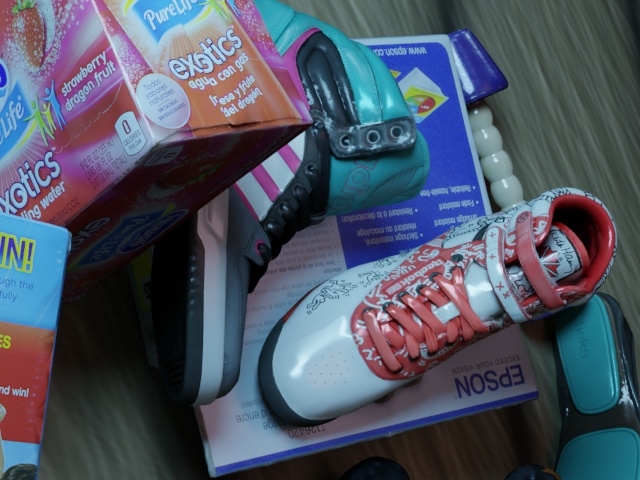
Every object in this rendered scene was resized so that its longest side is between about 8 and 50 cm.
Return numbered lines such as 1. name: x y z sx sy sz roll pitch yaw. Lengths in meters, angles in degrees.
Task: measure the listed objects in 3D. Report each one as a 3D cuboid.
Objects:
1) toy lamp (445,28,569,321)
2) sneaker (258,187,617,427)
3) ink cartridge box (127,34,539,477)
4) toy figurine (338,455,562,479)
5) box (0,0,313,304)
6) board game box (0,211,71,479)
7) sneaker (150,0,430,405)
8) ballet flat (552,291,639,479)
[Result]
1. toy lamp: 0.169 -0.064 1.279 0.080 0.080 0.274 -28 95 -49
2. sneaker: 0.089 0.038 0.950 0.270 0.145 0.090 -25 91 -35
3. ink cartridge box: 0.000 0.000 1.033 0.303 0.072 0.307 -7 82 -34
4. toy figurine: 0.085 0.253 0.955 0.213 0.209 0.148 -49 121 -47
5. box: -0.144 -0.057 0.795 0.122 0.257 0.128 -14 75 -47
6. board game box: -0.273 0.113 0.600 0.308 0.086 0.302 17 75 -47
7. sneaker: -0.016 -0.027 0.924 0.178 0.124 0.295 8 70 -18
8. ballet flat: 0.272 0.182 1.279 0.096 0.095 0.280 38 48 -46
